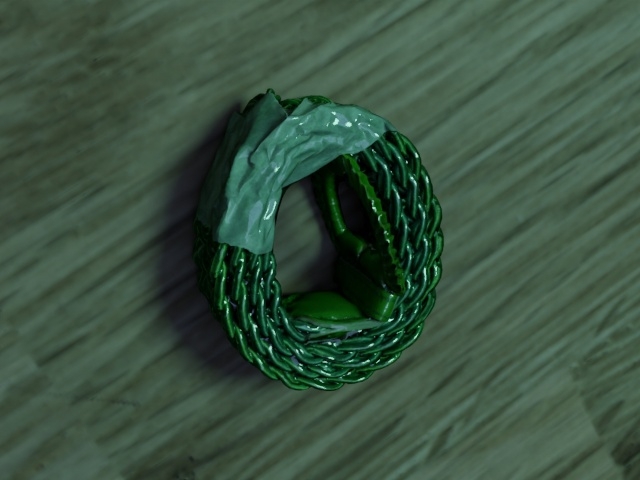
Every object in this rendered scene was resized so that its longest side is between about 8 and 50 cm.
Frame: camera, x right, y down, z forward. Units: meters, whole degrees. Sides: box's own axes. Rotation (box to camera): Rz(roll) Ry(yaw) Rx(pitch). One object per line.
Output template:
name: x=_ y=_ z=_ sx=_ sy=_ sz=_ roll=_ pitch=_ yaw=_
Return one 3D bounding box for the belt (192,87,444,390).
belt: x=0.000 y=0.000 z=0.453 sx=0.121 sy=0.079 sz=0.151 roll=-6 pitch=104 yaw=-15
